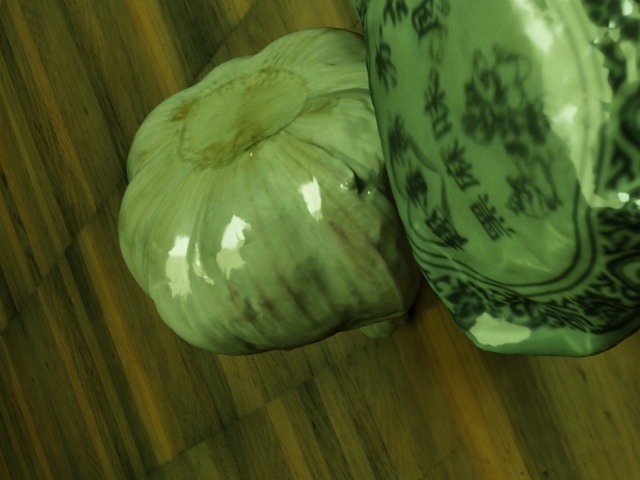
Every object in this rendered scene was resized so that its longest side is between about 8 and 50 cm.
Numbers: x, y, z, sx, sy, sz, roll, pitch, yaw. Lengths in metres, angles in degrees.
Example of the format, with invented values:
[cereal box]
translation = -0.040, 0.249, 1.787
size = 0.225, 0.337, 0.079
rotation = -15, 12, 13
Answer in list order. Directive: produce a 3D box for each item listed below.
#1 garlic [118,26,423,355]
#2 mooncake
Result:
[garlic]
translation = 0.000, 0.000, 0.896
size = 0.218, 0.218, 0.212
rotation = 36, 165, 50
[mooncake]
translation = 0.110, -0.085, 0.656
size = 0.254, 0.136, 0.250
rotation = 69, 157, 9
